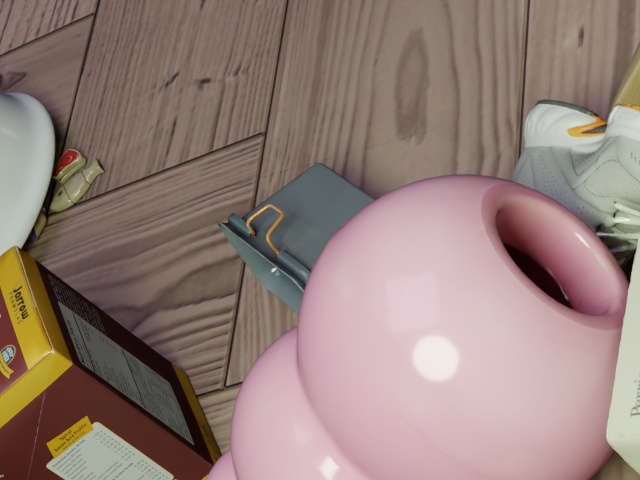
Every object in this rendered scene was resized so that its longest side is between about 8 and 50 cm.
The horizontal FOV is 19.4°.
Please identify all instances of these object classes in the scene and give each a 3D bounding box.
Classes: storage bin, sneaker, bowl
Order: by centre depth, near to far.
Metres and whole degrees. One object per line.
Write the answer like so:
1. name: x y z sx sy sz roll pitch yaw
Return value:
1. sneaker: 0.185 -0.015 1.172 0.121 0.099 0.262 -65 13 -2
2. storage bin: 0.000 0.000 1.365 0.091 0.098 0.135 -42 37 -10
3. bowl: -0.390 -0.040 1.708 0.298 0.134 0.298 -31 40 30

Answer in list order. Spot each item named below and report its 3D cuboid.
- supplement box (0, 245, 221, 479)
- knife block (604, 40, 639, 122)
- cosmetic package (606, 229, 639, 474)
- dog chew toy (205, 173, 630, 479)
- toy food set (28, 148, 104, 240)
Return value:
1. supplement box: -0.210 0.147 1.347 0.191 0.194 0.129 -41 38 9
2. knife block: 0.248 -0.154 1.134 0.276 0.242 0.088 6 61 46
3. cosmetic package: 0.316 0.056 0.981 0.296 0.129 0.153 -12 52 37
4. dog chew toy: 0.042 0.115 1.134 0.332 0.207 0.206 -50 33 31
5. toy food set: -0.253 -0.041 1.689 0.122 0.019 0.078 -46 38 2
